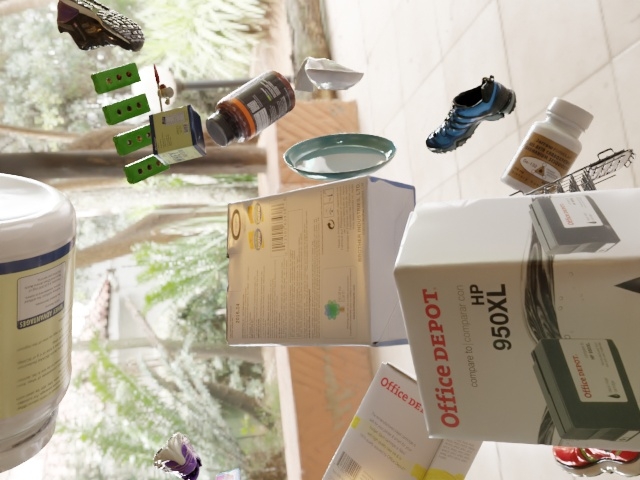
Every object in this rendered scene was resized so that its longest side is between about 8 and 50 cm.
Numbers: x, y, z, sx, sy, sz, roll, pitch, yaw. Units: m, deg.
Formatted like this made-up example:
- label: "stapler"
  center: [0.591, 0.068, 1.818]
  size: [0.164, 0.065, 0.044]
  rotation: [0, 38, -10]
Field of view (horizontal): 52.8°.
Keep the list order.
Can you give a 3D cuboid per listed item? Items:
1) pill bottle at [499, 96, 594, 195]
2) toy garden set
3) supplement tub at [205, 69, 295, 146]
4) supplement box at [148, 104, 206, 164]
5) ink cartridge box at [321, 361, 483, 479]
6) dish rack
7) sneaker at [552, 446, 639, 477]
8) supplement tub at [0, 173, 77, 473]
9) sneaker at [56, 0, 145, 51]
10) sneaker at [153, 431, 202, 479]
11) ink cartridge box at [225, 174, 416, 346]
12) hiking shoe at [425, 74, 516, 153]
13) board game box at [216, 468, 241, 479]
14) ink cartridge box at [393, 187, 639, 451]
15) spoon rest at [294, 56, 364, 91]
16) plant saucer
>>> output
- label: "pill bottle"
  center: [0.535, -0.210, 1.516]
  size: [0.229, 0.131, 0.131]
  rotation: [-62, 21, 13]
- label: "toy garden set"
  center: [-0.395, -0.276, 1.451]
  size: [0.049, 0.203, 0.245]
  rotation: [5, 118, 39]
- label: "supplement tub"
  center: [-0.155, -0.283, 1.404]
  size: [0.106, 0.198, 0.106]
  rotation: [37, 150, 25]
- label: "supplement box"
  center: [-0.264, -0.194, 1.192]
  size: [0.056, 0.083, 0.083]
  rotation: [57, -158, -74]
- label: "ink cartridge box"
  center: [0.199, 0.536, 1.579]
  size: [0.279, 0.160, 0.385]
  rotation: [25, 87, 53]
- label: "dish rack"
  center: [0.415, -0.068, 1.119]
  size: [0.074, 0.271, 0.208]
  rotation: [67, -163, 11]
- label: "sneaker"
  center: [0.542, 0.384, 1.259]
  size: [0.118, 0.107, 0.279]
  rotation: [60, 156, 10]
- label: "supplement tub"
  center: [-0.427, 0.099, 0.793]
  size: [0.235, 0.235, 0.325]
  rotation: [-122, 39, -65]
- label: "sneaker"
  center: [-0.582, -0.547, 1.706]
  size: [0.283, 0.107, 0.124]
  rotation: [35, 121, 16]
- label: "sneaker"
  center: [-0.219, 0.351, 1.011]
  size: [0.071, 0.068, 0.170]
  rotation: [43, 162, 8]
- label: "ink cartridge box"
  center: [-0.029, 0.051, 1.142]
  size: [0.395, 0.151, 0.270]
  rotation: [-7, 79, 39]
- label: "hiking shoe"
  center: [0.403, -0.364, 1.845]
  size: [0.304, 0.132, 0.113]
  rotation: [-35, 40, 38]
- label: "board game box"
  center: [-0.195, 0.714, 1.543]
  size: [0.316, 0.064, 0.243]
  rotation: [161, 95, -81]
- label: "ink cartridge box"
  center: [0.312, 0.100, 0.791]
  size: [0.166, 0.394, 0.286]
  rotation: [-60, -39, -54]
- label: "spoon rest"
  center: [0.006, -0.404, 1.554]
  size: [0.276, 0.137, 0.084]
  rotation: [-156, 65, -65]
- label: "plant saucer"
  center: [0.056, -0.231, 1.804]
  size: [0.318, 0.317, 0.044]
  rotation: [-118, 20, -62]
